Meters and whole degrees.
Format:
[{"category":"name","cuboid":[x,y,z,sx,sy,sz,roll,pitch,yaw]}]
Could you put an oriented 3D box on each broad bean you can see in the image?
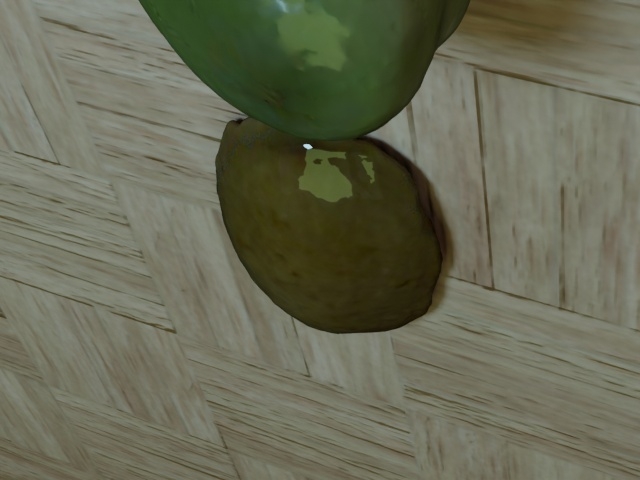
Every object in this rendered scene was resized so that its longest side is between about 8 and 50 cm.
[{"category":"broad bean","cuboid":[-0.031,-0.170,0.554,0.189,0.121,0.263,7,130,42]}]

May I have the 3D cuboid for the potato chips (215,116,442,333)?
[{"category":"potato chips","cuboid":[0.000,0.000,0.843,0.150,0.049,0.201,17,143,10]}]
